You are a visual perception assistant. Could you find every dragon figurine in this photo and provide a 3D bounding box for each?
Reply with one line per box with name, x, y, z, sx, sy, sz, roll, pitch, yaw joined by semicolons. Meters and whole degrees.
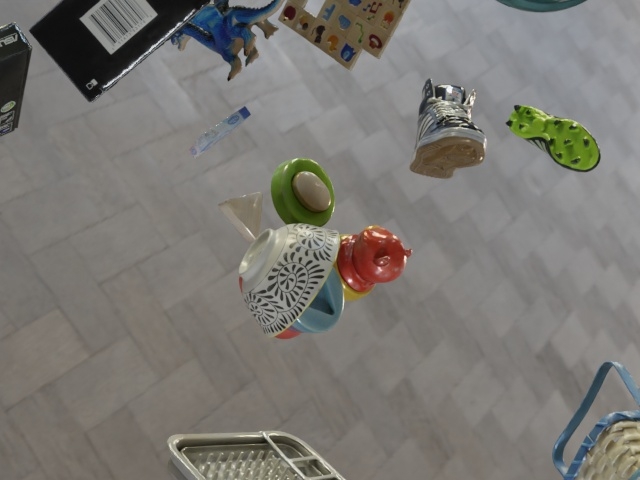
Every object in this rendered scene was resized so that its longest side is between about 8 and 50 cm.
dragon figurine;-0.148;-0.348;1.688;0.144;0.289;0.085;45;62;-2

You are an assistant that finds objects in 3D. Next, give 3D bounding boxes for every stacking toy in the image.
stacking toy;0.000;0.000;1.810;0.309;0.130;0.279;-33;101;-45

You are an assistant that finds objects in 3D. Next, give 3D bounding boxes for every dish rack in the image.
dish rack;-0.088;0.431;1.839;0.333;0.072;0.285;11;20;-48

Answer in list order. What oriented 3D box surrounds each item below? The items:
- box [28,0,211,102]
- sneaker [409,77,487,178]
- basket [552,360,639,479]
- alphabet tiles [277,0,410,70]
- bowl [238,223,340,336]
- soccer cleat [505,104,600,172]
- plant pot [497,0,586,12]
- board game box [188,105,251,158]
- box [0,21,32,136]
box;-0.185;-0.232;1.068;0.093;0.156;0.158;50;13;-15
sneaker;0.211;-0.195;1.747;0.099;0.282;0.153;14;84;-6
basket;0.532;0.395;1.939;0.201;0.255;0.289;4;34;-26
alphabet tiles;0.046;-0.393;1.735;0.009;0.198;0.237;9;25;-49
bowl;-0.056;0.035;1.437;0.080;0.170;0.170;35;42;-16
soccer cleat;0.326;-0.137;1.470;0.072;0.060;0.179;21;13;-37
plant pot;0.320;-0.399;1.029;0.341;0.334;0.341;-5;100;-30
board game box;-0.163;-0.174;1.754;0.090;0.090;0.020;-37;93;-23
box;-0.424;-0.149;1.214;0.190;0.184;0.045;-29;81;-30
